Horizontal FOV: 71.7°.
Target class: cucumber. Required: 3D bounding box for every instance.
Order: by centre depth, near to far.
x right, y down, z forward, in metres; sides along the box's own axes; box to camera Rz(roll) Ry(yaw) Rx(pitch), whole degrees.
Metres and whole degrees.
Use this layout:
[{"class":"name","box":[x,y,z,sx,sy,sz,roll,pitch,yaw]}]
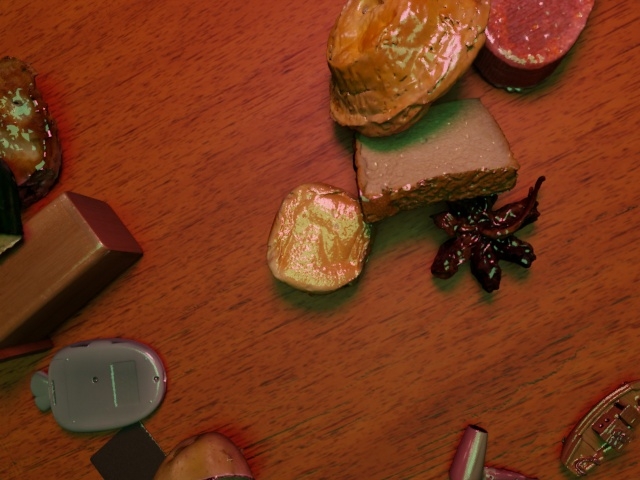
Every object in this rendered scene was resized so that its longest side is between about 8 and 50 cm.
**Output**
[{"class":"cucumber","box":[-0.613,-0.071,0.797,0.115,0.063,0.244,-30,60,0]}]

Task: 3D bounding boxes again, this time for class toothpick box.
[{"class":"toothpick box","box":[-0.531,0.063,0.861,0.308,0.187,0.190,-40,82,1]}]

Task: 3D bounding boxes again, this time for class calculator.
[{"class":"calculator","box":[-0.458,0.296,0.904,0.298,0.041,0.186,-8,87,6]}]

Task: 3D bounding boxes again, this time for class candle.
[{"class":"candle","box":[0.367,-0.451,0.779,0.287,0.131,0.317,-27,85,3]}]

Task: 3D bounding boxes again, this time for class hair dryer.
[{"class":"hair dryer","box":[0.317,0.408,0.796,0.154,0.054,0.106,22,86,-2]}]

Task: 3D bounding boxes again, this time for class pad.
[{"class":"pad","box":[-0.360,0.485,0.902,0.143,0.003,0.211,-42,83,4]}]

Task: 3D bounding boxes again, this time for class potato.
[{"class":"potato","box":[-0.230,0.425,0.826,0.202,0.182,0.117,-31,52,14]}]

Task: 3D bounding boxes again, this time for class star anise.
[{"class":"star anise","box":[0.285,-0.019,0.775,0.189,0.126,0.221,8,91,12]}]

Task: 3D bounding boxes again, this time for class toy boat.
[{"class":"toy boat","box":[0.495,0.316,0.755,0.064,0.072,0.206,42,94,6]}]

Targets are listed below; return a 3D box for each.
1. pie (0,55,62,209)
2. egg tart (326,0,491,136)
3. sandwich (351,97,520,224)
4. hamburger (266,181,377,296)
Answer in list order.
[{"class":"pie","box":[-0.689,-0.209,0.928,0.354,0.103,0.288,-36,84,9]},{"class":"egg tart","box":[0.111,-0.338,0.737,0.341,0.128,0.342,-26,55,43]},{"class":"sandwich","box":[0.180,-0.141,0.767,0.250,0.087,0.226,-11,49,7]},{"class":"hamburger","box":[-0.002,0.000,0.819,0.213,0.108,0.214,0,89,7]}]
